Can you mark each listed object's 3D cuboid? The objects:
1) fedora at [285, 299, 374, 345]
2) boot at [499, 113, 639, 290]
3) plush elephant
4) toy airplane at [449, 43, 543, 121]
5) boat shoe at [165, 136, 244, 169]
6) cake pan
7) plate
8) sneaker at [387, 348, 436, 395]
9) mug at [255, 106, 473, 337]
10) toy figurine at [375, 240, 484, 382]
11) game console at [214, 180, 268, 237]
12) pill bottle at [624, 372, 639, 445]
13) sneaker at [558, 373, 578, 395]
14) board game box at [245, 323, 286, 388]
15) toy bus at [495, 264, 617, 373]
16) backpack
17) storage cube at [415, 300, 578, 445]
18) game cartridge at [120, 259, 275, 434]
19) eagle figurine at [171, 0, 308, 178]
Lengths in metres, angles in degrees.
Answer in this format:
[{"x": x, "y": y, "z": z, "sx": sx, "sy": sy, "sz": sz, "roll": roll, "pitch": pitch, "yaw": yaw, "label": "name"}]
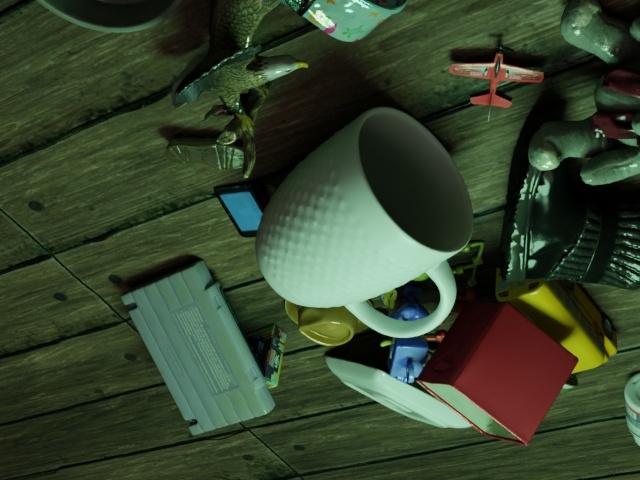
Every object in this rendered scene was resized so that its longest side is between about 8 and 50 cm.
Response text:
[{"x": 0.016, "y": 0.168, "z": 2.056, "sx": 0.194, "sy": 0.079, "sz": 0.194, "roll": 6, "pitch": 139, "yaw": 6, "label": "fedora"}, {"x": 0.455, "y": -0.062, "z": 1.665, "sx": 0.260, "sy": 0.131, "sz": 0.348, "roll": 2, "pitch": 132, "yaw": 2, "label": "boot"}, {"x": 0.501, "y": -0.173, "z": 1.406, "sx": 0.329, "sy": 0.255, "sz": 0.272, "roll": 12, "pitch": 110, "yaw": -15, "label": "plush elephant"}, {"x": 0.283, "y": -0.255, "z": 1.561, "sx": 0.151, "sy": 0.028, "sz": 0.151, "roll": 7, "pitch": 139, "yaw": 6, "label": "toy airplane"}, {"x": -0.202, "y": -0.163, "z": 1.761, "sx": 0.152, "sy": 0.048, "sz": 0.056, "roll": 2, "pitch": 126, "yaw": 0, "label": "boat shoe"}, {"x": -0.332, "y": -0.446, "z": 1.452, "sx": 0.293, "sy": 0.054, "sz": 0.293, "roll": 6, "pitch": 139, "yaw": 5, "label": "cake pan"}, {"x": 0.165, "y": 0.343, "z": 2.145, "sx": 0.278, "sy": 0.045, "sz": 0.277, "roll": 31, "pitch": 168, "yaw": -22, "label": "plate"}, {"x": 0.298, "y": 0.281, "z": 2.095, "sx": 0.302, "sy": 0.108, "sz": 0.121, "roll": 20, "pitch": 134, "yaw": 3, "label": "sneaker"}, {"x": 0.080, "y": 0.008, "z": 1.678, "sx": 0.328, "sy": 0.276, "sz": 0.374, "roll": -34, "pitch": 98, "yaw": 38, "label": "mug"}, {"x": 0.209, "y": 0.177, "z": 1.922, "sx": 0.191, "sy": 0.217, "sz": 0.363, "roll": 10, "pitch": 140, "yaw": 0, "label": "toy figurine"}, {"x": -0.128, "y": -0.035, "z": 1.856, "sx": 0.085, "sy": 0.124, "sz": 0.144, "roll": -28, "pitch": 132, "yaw": 2, "label": "game console"}, {"x": 0.725, "y": 0.379, "z": 2.126, "sx": 0.107, "sy": 0.108, "sz": 0.180, "roll": -5, "pitch": 138, "yaw": 16, "label": "pill bottle"}, {"x": 0.461, "y": 0.298, "z": 2.120, "sx": 0.192, "sy": 0.064, "sz": 0.086, "roll": 23, "pitch": 134, "yaw": -17, "label": "sneaker"}, {"x": -0.164, "y": 0.276, "z": 2.168, "sx": 0.170, "sy": 0.141, "sz": 0.048, "roll": -22, "pitch": 130, "yaw": 31, "label": "board game box"}, {"x": 0.471, "y": 0.153, "z": 1.906, "sx": 0.108, "sy": 0.130, "sz": 0.333, "roll": -21, "pitch": 130, "yaw": 31, "label": "toy bus"}, {"x": 0.017, "y": -0.404, "z": 1.303, "sx": 0.253, "sy": 0.225, "sz": 0.191, "roll": 34, "pitch": 139, "yaw": -30, "label": "backpack"}, {"x": 0.331, "y": 0.246, "z": 1.827, "sx": 0.215, "sy": 0.193, "sz": 0.183, "roll": 37, "pitch": 166, "yaw": -9, "label": "storage cube"}, {"x": -0.259, "y": 0.233, "z": 2.084, "sx": 0.230, "sy": 0.068, "sz": 0.355, "roll": -22, "pitch": 98, "yaw": 27, "label": "game cartridge"}, {"x": -0.130, "y": -0.281, "z": 1.487, "sx": 0.225, "sy": 0.226, "sz": 0.298, "roll": -31, "pitch": 154, "yaw": -7, "label": "eagle figurine"}]
